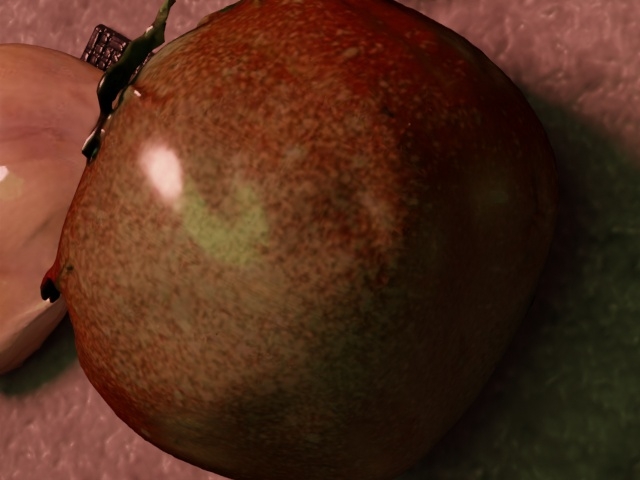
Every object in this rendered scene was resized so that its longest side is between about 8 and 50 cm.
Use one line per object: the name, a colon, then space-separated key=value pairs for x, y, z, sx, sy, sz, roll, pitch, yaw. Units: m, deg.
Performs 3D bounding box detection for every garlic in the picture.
garlic: x=-0.231 y=-0.040 z=1.225 sx=0.228 sy=0.110 sz=0.217 roll=-43 pitch=58 yaw=24

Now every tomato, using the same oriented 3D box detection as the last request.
tomato: x=0.000 y=0.000 z=1.000 sx=0.239 sy=0.303 sz=0.303 roll=30 pitch=98 yaw=17

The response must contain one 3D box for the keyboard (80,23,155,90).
keyboard: x=-0.101 y=-0.088 z=1.213 sx=0.204 sy=0.013 sz=0.061 roll=31 pitch=97 yaw=32
